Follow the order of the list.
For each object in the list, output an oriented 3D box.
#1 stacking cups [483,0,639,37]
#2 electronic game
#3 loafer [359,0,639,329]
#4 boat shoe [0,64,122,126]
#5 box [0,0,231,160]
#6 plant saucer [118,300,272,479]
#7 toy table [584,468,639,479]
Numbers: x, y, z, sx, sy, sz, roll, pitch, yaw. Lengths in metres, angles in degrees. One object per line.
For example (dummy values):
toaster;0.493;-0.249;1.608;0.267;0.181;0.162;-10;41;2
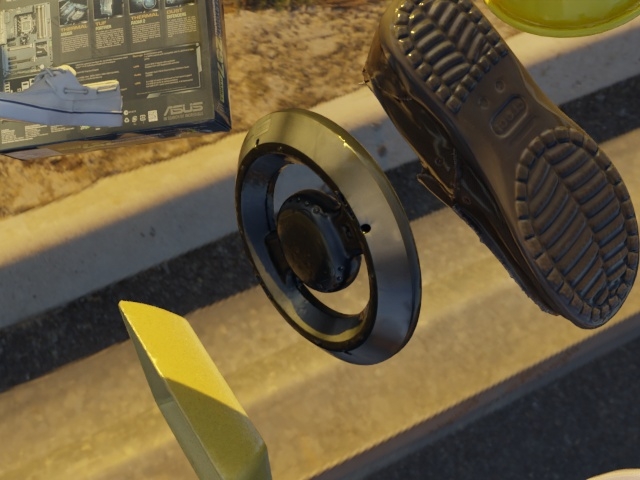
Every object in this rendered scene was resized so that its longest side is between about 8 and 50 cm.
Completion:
stacking cups;0.088;-0.221;0.320;0.096;0.096;0.316;-38;144;-9
electronic game;0.000;0.000;0.741;0.048;0.229;0.229;-26;120;-32
loafer;0.171;-0.075;0.841;0.134;0.130;0.366;-38;99;-21
boat shoe;-0.154;-0.085;0.509;0.100;0.035;0.035;-8;104;-55
box;-0.209;-0.184;0.856;0.232;0.059;0.184;-7;85;11
plant saucer;-0.161;0.271;1.270;0.081;0.333;0.333;-27;148;-18
toy table;0.177;0.297;0.621;0.161;0.252;0.274;12;98;-62
